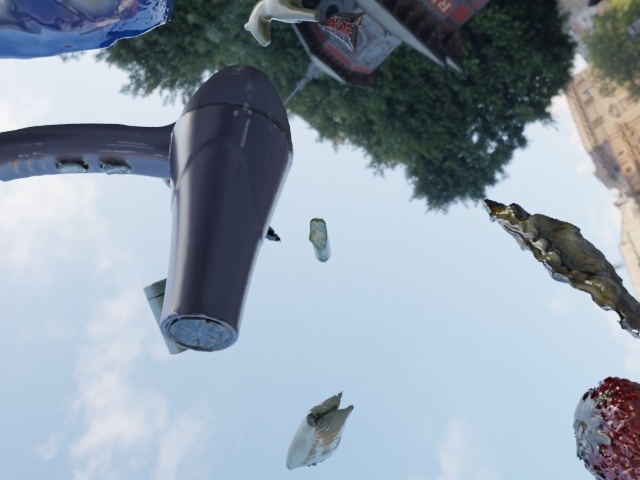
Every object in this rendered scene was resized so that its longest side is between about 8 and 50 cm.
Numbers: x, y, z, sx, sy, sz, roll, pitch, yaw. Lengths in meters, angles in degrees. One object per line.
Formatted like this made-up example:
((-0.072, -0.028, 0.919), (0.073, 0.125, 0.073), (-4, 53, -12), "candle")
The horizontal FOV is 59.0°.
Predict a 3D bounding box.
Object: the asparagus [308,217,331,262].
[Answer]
((0.000, 0.000, 1.207), (0.041, 0.045, 0.178), (42, 168, 18), "asparagus")

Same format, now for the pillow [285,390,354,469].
((-0.003, 0.437, 1.285), (0.134, 0.181, 0.078), (-10, -139, -44), "pillow")

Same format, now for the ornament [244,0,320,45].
((-0.077, -0.553, 1.275), (0.245, 0.230, 0.061), (23, -159, 38), "ornament")

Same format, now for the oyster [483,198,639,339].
((0.329, 0.020, 0.769), (0.128, 0.078, 0.345), (18, -157, -29), "oyster")

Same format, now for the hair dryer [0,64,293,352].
((-0.209, -0.047, 0.533), (0.361, 0.121, 0.301), (1, -128, 4), "hair dryer")

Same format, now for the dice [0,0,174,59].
((-0.169, -0.201, 0.340), (0.143, 0.146, 0.146), (-8, -144, -7), "dice")

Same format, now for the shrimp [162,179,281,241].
((-0.210, -0.112, 1.310), (0.365, 0.071, 0.233), (34, -149, 17), "shrimp")

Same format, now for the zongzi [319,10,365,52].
((0.055, -0.408, 1.060), (0.083, 0.073, 0.067), (44, -137, 7), "zongzi")

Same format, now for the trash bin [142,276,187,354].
((-0.239, 0.121, 1.013), (0.116, 0.059, 0.130), (-24, -85, -36), "trash bin")

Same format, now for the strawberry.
((0.370, 0.242, 0.707), (0.086, 0.145, 0.145), (8, -135, -2), "strawberry")
